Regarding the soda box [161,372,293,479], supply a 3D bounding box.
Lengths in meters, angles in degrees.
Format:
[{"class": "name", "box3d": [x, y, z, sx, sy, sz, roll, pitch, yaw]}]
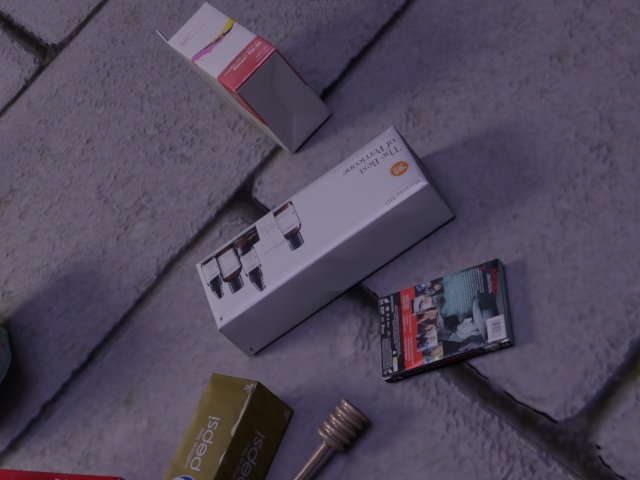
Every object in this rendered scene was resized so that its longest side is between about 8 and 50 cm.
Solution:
[{"class": "soda box", "box3d": [-0.094, 0.210, 1.042, 0.058, 0.061, 0.181, 4, 60, 39]}]

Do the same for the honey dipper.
[{"class": "honey dipper", "box3d": [-0.021, 0.204, 1.017, 0.161, 0.030, 0.030, -49, 44, -4]}]

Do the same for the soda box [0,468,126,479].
[{"class": "soda box", "box3d": [-0.263, 0.264, 1.101, 0.263, 0.092, 0.083, -4, 56, 34]}]

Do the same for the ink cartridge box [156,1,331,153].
[{"class": "ink cartridge box", "box3d": [-0.088, -0.186, 1.305, 0.067, 0.115, 0.198, -47, 44, -3]}]

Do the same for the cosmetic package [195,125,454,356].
[{"class": "cosmetic package", "box3d": [0.000, 0.000, 1.137, 0.239, 0.060, 0.099, -35, 45, 8]}]

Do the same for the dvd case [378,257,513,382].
[{"class": "dvd case", "box3d": [0.106, 0.070, 1.040, 0.119, 0.013, 0.087, -21, 47, 23]}]

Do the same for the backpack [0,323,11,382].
[{"class": "backpack", "box3d": [-0.420, 0.124, 1.278, 0.166, 0.144, 0.188, -40, 20, 1]}]
